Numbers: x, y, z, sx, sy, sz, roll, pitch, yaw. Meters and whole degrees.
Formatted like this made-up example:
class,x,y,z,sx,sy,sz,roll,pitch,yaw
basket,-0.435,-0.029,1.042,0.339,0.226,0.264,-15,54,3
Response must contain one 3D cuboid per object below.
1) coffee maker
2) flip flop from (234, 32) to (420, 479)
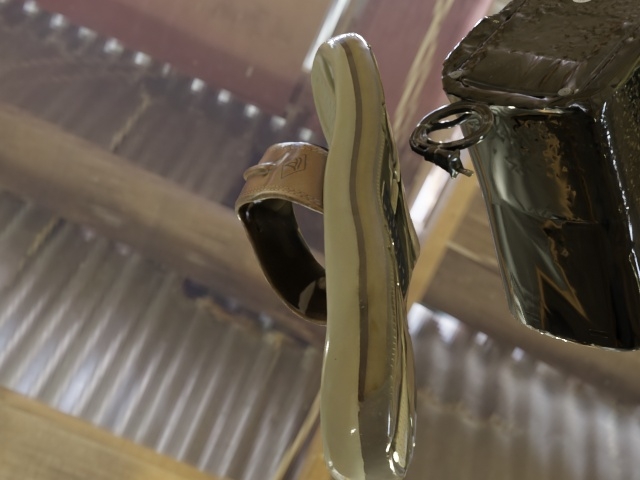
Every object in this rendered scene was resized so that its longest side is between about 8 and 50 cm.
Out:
class,x,y,z,sx,sy,sz,roll,pitch,yaw
coffee maker,0.131,-0.031,0.789,0.171,0.178,0.120,-30,-145,-13
flip flop,0.000,0.000,0.657,0.080,0.112,0.277,-9,-141,8
